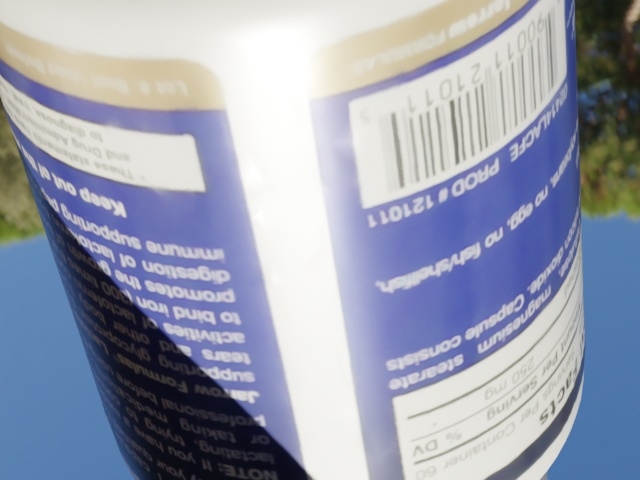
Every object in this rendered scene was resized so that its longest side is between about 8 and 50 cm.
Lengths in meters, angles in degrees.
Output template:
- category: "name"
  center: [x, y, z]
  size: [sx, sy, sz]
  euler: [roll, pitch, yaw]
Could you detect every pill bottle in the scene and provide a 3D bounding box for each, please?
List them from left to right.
- category: "pill bottle"
  center: [0.000, 0.000, 0.437]
  size: [0.153, 0.265, 0.153]
  euler: [-6, -141, 5]
